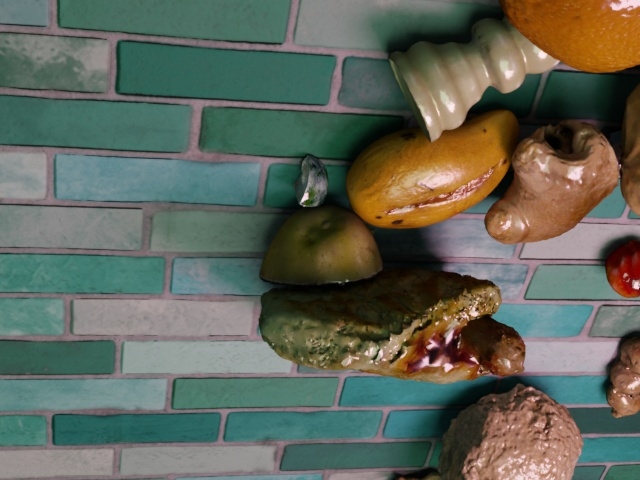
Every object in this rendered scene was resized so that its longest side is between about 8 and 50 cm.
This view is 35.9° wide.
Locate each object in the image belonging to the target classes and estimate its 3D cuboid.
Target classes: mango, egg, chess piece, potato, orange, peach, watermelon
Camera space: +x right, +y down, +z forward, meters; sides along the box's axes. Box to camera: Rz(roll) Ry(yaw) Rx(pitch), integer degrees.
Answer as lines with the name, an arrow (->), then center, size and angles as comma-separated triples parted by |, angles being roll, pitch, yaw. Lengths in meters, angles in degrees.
mango -> 0.184, -0.108, 1.570 | 0.294, 0.120, 0.177 | -17, 133, 3
egg -> 0.377, 0.444, 1.987 | 0.279, 0.279, 0.310 | 36, 87, -33
chess piece -> 0.242, -0.265, 1.450 | 0.251, 0.144, 0.144 | -27, 130, 4
potato -> 0.000, 0.000, 1.614 | 0.202, 0.182, 0.117 | 0, 108, 15
orange -> 0.363, -0.386, 1.255 | 0.322, 0.322, 0.357 | -18, 135, 4
peach -> 0.571, 0.056, 1.801 | 0.100, 0.101, 0.101 | -6, 130, -7
watermelon -> -0.022, -0.097, 1.596 | 0.061, 0.085, 0.085 | -4, 138, 31

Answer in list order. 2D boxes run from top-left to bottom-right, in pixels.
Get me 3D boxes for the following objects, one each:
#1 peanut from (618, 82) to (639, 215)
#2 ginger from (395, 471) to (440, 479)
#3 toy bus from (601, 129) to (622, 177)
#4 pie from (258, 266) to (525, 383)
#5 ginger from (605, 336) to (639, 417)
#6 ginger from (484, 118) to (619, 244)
peanut -> 0.572, -0.212, 1.499 | 0.192, 0.169, 0.387 | 25, 100, 8
ginger -> 0.215, 0.583, 2.199 | 0.133, 0.059, 0.214 | -12, 133, -12
toy bus -> 0.513, -0.147, 1.634 | 0.122, 0.075, 0.060 | -18, 130, 4
pie -> 0.084, 0.131, 1.627 | 0.418, 0.395, 0.181 | 3, 91, -15
ginger -> 0.637, 0.275, 2.012 | 0.104, 0.080, 0.204 | -19, 134, -14
ginger -> 0.359, -0.083, 1.584 | 0.221, 0.130, 0.276 | -25, 149, 7
